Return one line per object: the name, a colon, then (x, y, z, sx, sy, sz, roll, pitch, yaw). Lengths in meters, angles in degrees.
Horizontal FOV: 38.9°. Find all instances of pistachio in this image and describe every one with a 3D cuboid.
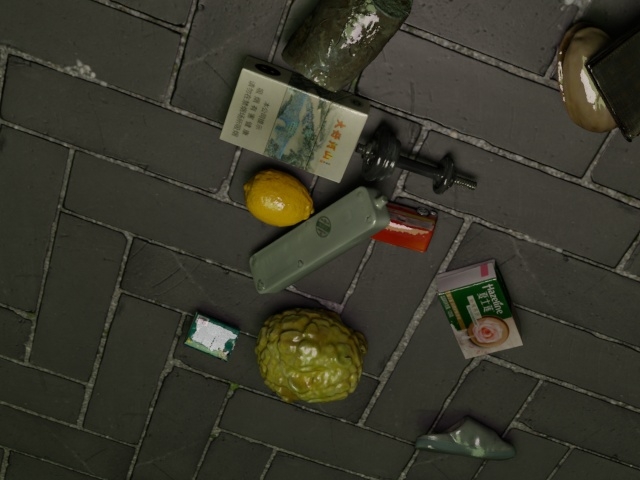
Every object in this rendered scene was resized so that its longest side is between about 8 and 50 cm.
pistachio: (0.493, -0.289, 1.625, 0.131, 0.129, 0.206, -20, 113, 2)

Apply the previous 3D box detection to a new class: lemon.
lemon: (-0.085, -0.085, 1.850, 0.155, 0.114, 0.114, 24, 124, -12)

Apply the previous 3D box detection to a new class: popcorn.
popcorn: (-0.010, 0.251, 2.027, 0.236, 0.251, 0.206, 13, 106, 40)

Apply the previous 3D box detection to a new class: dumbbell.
dumbbell: (0.190, -0.144, 1.782, 0.254, 0.110, 0.110, 17, 124, -10)

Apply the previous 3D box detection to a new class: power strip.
power strip: (0.000, 0.000, 1.866, 0.385, 0.091, 0.062, -32, 157, 37)

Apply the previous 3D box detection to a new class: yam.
yam: (0.049, -0.380, 1.616, 0.154, 0.154, 0.254, 34, 119, -15)

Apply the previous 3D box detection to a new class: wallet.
wallet: (0.616, -0.328, 1.557, 0.317, 0.044, 0.169, -38, 110, 0)

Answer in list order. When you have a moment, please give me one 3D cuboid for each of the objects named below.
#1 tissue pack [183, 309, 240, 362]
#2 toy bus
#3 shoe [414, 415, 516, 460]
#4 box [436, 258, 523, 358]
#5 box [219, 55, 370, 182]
tissue pack: (-0.254, 0.220, 2.104, 0.111, 0.079, 0.085, 23, 88, -10)
toy bus: (0.151, -0.033, 1.872, 0.174, 0.077, 0.079, 15, 124, -3)
shoe: (0.351, 0.473, 2.185, 0.250, 0.103, 0.100, 6, 82, -12)
box: (0.346, 0.151, 1.969, 0.135, 0.081, 0.199, -17, 122, 19)
box: (-0.051, -0.235, 1.770, 0.256, 0.069, 0.164, 20, 124, -5)
